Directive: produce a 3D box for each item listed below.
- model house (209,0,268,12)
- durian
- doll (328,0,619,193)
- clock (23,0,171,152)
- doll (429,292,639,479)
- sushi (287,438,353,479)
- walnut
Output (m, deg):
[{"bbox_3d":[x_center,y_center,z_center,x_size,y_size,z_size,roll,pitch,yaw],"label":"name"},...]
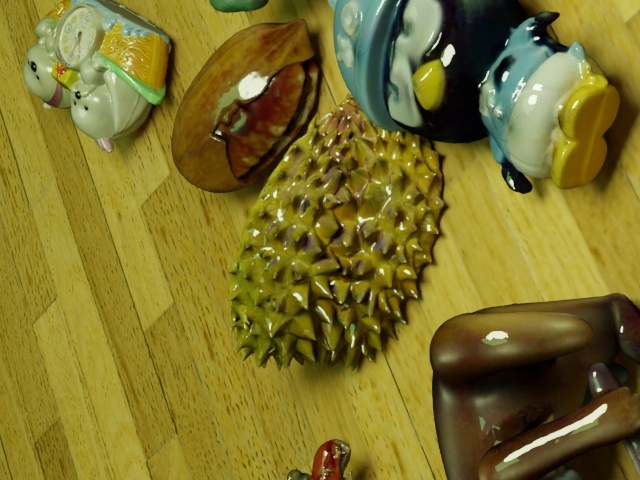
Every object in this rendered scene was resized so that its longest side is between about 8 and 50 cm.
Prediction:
[{"bbox_3d":[-0.048,-0.378,1.543,0.284,0.243,0.298,-31,54,46],"label":"model house"},{"bbox_3d":[0.002,0.005,1.519,0.154,0.186,0.260,29,121,52],"label":"durian"},{"bbox_3d":[0.112,-0.152,1.412,0.314,0.141,0.177,36,129,39],"label":"doll"},{"bbox_3d":[-0.247,-0.190,1.847,0.231,0.103,0.144,36,105,43],"label":"clock"},{"bbox_3d":[0.186,0.195,1.279,0.318,0.209,0.340,123,143,-73],"label":"doll"},{"bbox_3d":[0.001,0.291,1.527,0.097,0.103,0.226,31,112,59],"label":"sushi"},{"bbox_3d":[-0.071,-0.134,1.646,0.207,0.116,0.116,-54,50,21],"label":"walnut"}]
